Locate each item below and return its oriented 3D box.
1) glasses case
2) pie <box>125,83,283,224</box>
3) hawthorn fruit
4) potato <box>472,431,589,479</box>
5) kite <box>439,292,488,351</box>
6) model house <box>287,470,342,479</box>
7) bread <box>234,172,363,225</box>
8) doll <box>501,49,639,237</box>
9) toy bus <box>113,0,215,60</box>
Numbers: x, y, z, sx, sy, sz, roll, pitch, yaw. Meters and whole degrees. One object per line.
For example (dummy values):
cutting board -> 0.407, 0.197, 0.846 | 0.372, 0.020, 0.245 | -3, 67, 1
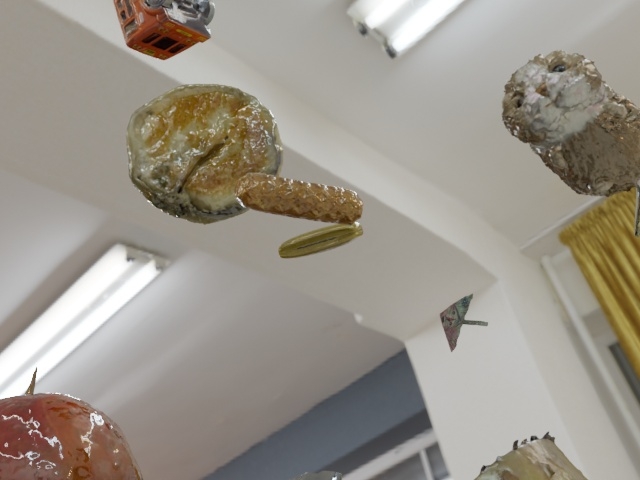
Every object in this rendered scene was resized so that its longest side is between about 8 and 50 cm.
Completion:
glasses case -> 0.000, 0.000, 1.840 | 0.234, 0.064, 0.079 | -16, 2, 19
pie -> -0.243, -0.188, 1.479 | 0.338, 0.339, 0.077 | -13, -17, -4
hawthorn fruit -> -0.357, 0.329, 0.907 | 0.261, 0.258, 0.258 | 27, -36, 18
potato -> 0.325, 0.443, 0.940 | 0.288, 0.237, 0.301 | -18, -54, -33
kite -> 0.311, 0.180, 1.531 | 0.152, 0.005, 0.137 | 21, -91, -32
model house -> 0.019, 0.299, 0.339 | 0.303, 0.237, 0.215 | 39, -32, -1
bread -> -0.025, -0.050, 0.840 | 0.157, 0.052, 0.044 | 10, -67, -9
doll -> 0.285, -0.104, 0.728 | 0.221, 0.115, 0.105 | 39, -79, -5
toy bus -> -0.318, -0.511, 1.289 | 0.153, 0.329, 0.143 | -22, -10, 26
